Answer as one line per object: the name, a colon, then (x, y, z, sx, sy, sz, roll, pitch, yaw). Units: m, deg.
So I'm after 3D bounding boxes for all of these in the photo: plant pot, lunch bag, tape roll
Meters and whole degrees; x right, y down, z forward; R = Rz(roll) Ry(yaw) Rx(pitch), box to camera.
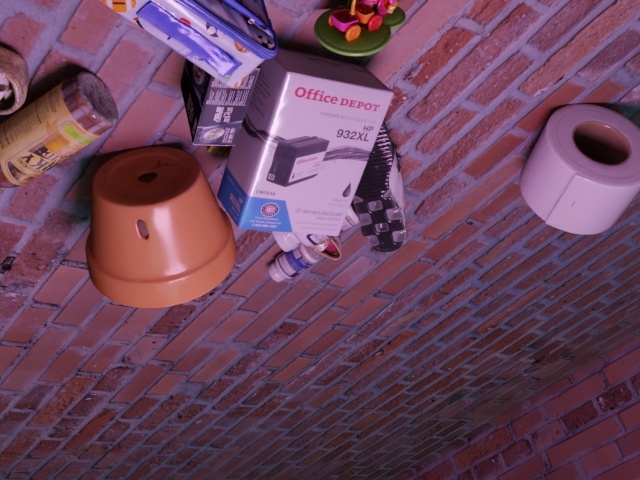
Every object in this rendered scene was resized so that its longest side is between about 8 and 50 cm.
plant pot: (-0.315, -0.042, 1.501, 0.291, 0.291, 0.203, -11, 130, -9)
lunch bag: (-0.186, -0.356, 1.099, 0.115, 0.243, 0.303, -35, 142, 26)
tape roll: (0.584, -0.158, 1.738, 0.246, 0.246, 0.169, -6, 145, -16)

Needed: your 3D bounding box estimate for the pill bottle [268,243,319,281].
pill bottle: (-0.067, 0.052, 1.916, 0.120, 0.067, 0.067, -34, 143, 24)

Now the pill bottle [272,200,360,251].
pill bottle: (-0.012, -0.051, 1.748, 0.186, 0.112, 0.112, -26, 146, 14)

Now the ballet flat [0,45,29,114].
ballet flat: (-0.589, -0.279, 1.151, 0.123, 0.123, 0.348, -37, 142, 28)

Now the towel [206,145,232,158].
towel: (-0.103, -0.161, 1.579, 0.237, 0.021, 0.102, 23, 146, -34)

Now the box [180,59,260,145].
box: (-0.172, -0.272, 1.318, 0.077, 0.147, 0.180, -1, 145, -23)

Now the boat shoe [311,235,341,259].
boat shoe: (0.000, 0.000, 1.877, 0.063, 0.059, 0.170, -34, 144, 24)

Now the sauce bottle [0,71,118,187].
sauce bottle: (-0.510, -0.162, 1.365, 0.344, 0.111, 0.111, -28, 145, 19)

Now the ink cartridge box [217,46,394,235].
ink cartridge box: (-0.032, -0.174, 1.448, 0.223, 0.129, 0.307, 5, 120, -30)

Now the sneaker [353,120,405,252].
sneaker: (0.114, -0.147, 1.679, 0.122, 0.146, 0.330, -3, 125, 14)

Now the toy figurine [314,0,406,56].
toy figurine: (0.076, -0.407, 1.267, 0.173, 0.130, 0.159, -29, 149, -24)
